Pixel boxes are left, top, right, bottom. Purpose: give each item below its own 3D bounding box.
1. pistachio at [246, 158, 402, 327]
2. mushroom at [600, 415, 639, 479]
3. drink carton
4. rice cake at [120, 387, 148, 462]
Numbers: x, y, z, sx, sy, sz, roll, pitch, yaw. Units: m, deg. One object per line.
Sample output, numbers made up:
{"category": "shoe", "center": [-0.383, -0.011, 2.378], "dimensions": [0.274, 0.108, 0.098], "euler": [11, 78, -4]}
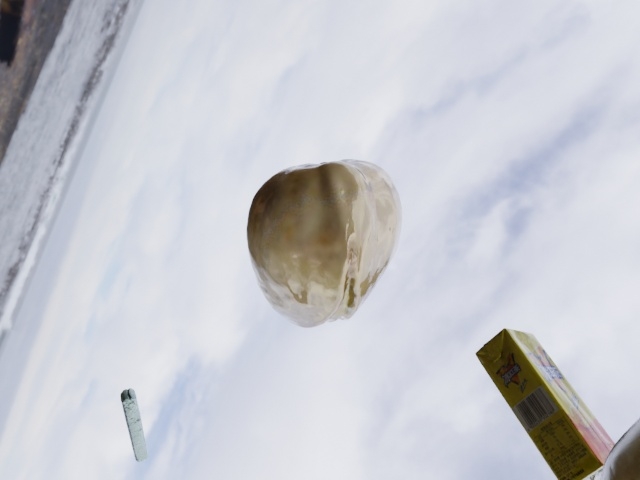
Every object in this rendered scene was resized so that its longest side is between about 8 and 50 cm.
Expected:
{"category": "pistachio", "center": [0.000, 0.000, 0.924], "dimensions": [0.321, 0.229, 0.238], "euler": [114, -33, -57]}
{"category": "mushroom", "center": [0.472, 0.310, 0.725], "dimensions": [0.234, 0.253, 0.260], "euler": [-122, -164, -68]}
{"category": "drink carton", "center": [0.512, 0.371, 1.402], "dimensions": [0.111, 0.154, 0.351], "euler": [-49, -131, 24]}
{"category": "rice cake", "center": [-0.340, 0.340, 1.137], "dimensions": [0.033, 0.029, 0.171], "euler": [-132, -146, -50]}
